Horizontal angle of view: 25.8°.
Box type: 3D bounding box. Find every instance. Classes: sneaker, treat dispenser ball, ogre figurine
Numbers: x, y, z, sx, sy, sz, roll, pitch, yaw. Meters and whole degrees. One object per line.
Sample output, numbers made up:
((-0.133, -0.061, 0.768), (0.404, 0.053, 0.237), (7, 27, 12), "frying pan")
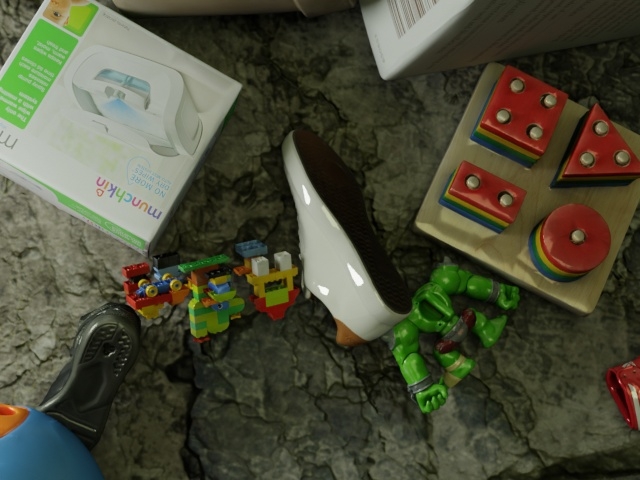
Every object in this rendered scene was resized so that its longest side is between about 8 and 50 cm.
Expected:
((-0.282, 0.170, 1.693), (0.087, 0.130, 0.228), (27, 107, -7), "sneaker")
((-0.373, 0.321, 1.545), (0.288, 0.288, 0.288), (1, 81, -7), "treat dispenser ball")
((0.000, 0.000, 1.741), (0.106, 0.123, 0.290), (5, 54, -48), "sneaker")
((0.157, 0.105, 1.745), (0.118, 0.097, 0.197), (44, 90, -10), "ogre figurine")
((0.438, 0.142, 1.777), (0.128, 0.087, 0.221), (11, 79, -6), "sneaker")

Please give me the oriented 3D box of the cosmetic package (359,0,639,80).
((0.258, -0.420, 1.694), (0.393, 0.329, 0.328), (-12, 82, -19), "cosmetic package")

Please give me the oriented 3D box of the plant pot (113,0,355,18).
((-0.133, -0.402, 1.703), (0.280, 0.323, 0.323), (-15, 83, 7), "plant pot")

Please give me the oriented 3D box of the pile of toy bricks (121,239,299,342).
((-0.140, 0.075, 1.721), (0.212, 0.118, 0.105), (-13, 111, -25), "pile of toy bricks")

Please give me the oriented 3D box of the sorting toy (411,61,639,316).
((0.287, -0.077, 1.777), (0.255, 0.089, 0.257), (27, 72, -2), "sorting toy")

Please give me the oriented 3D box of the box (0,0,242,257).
((-0.267, -0.145, 1.719), (0.262, 0.127, 0.231), (30, 77, -2), "box")
